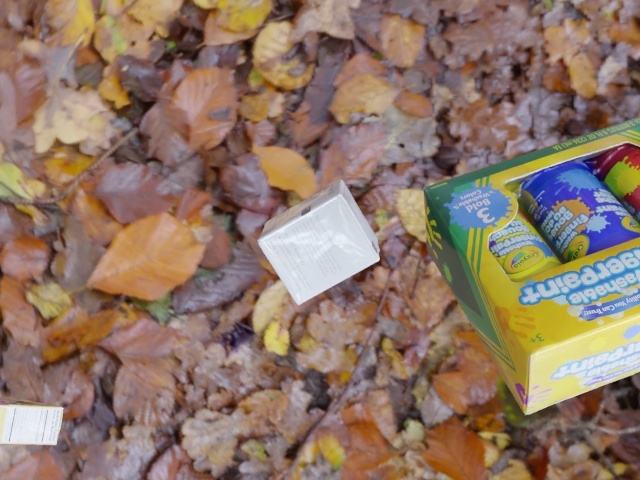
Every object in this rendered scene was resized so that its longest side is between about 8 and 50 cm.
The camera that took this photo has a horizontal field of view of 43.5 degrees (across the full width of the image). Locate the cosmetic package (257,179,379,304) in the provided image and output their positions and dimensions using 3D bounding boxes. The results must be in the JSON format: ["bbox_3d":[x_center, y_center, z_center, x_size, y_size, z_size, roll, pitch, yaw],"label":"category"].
[{"bbox_3d":[0.000,0.000,1.554,0.184,0.151,0.151,-30,102,9],"label":"cosmetic package"}]

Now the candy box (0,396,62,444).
[{"bbox_3d":[-0.430,0.220,0.991,0.187,0.109,0.053,23,72,-54],"label":"candy box"}]

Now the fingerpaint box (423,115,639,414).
[{"bbox_3d":[0.435,0.013,1.247,0.445,0.371,0.163,-18,136,-6],"label":"fingerpaint box"}]
